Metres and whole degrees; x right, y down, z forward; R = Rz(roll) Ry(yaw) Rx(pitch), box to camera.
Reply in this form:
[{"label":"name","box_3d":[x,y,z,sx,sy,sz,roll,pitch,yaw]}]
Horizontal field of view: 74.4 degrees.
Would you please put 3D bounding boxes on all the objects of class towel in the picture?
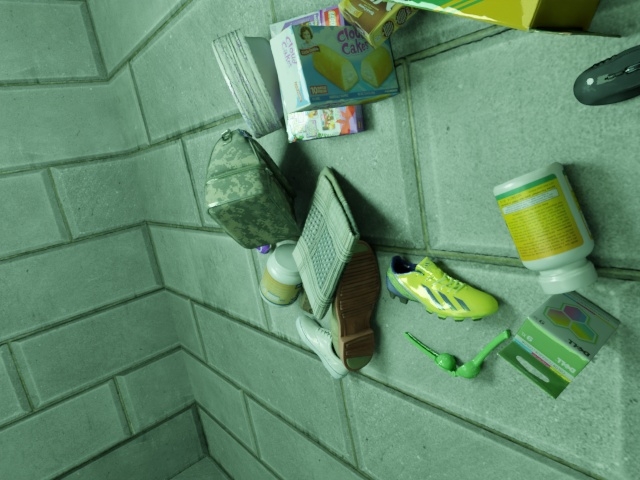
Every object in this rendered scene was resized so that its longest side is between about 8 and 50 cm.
[{"label":"towel","box_3d":[0.000,0.000,1.183,0.324,0.056,0.313,-108,30,-47]}]

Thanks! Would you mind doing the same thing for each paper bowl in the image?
[{"label":"paper bowl","box_3d":[-0.177,-0.446,1.186,0.284,0.147,0.285,-25,-90,-89]}]

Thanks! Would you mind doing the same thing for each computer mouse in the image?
[{"label":"computer mouse","box_3d":[0.479,-0.255,0.585,0.242,0.041,0.071,-18,91,53]}]

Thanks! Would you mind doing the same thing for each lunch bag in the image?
[{"label":"lunch bag","box_3d":[-0.205,-0.156,1.274,0.305,0.212,0.256,52,-156,-58]}]

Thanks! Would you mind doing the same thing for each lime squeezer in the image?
[{"label":"lime squeezer","box_3d":[0.319,0.278,1.023,0.310,0.058,0.110,-18,92,54]}]

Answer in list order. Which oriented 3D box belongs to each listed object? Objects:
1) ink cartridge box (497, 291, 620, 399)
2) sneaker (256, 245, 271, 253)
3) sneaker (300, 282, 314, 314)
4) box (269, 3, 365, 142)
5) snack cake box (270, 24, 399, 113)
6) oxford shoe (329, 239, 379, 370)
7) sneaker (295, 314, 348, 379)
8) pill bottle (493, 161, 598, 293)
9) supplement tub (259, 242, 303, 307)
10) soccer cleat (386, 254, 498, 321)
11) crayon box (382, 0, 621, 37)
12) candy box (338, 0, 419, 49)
[{"label":"ink cartridge box","box_3d":[0.411,0.166,0.723,0.109,0.209,0.062,41,135,33]},{"label":"sneaker","box_3d":[-0.301,-0.058,1.585,0.294,0.146,0.102,56,142,19]},{"label":"sneaker","box_3d":[-0.019,0.174,1.417,0.071,0.066,0.189,29,135,21]},{"label":"box","box_3d":[-0.006,-0.407,1.061,0.200,0.057,0.294,-1,107,27]},{"label":"snack cake box","box_3d":[0.038,-0.370,0.906,0.089,0.264,0.152,1,107,54]},{"label":"oxford shoe","box_3d":[0.075,0.178,1.228,0.146,0.140,0.398,-145,54,-59]},{"label":"sneaker","box_3d":[0.020,0.339,1.424,0.258,0.094,0.091,46,119,22]},{"label":"pill bottle","box_3d":[0.396,-0.019,0.735,0.117,0.117,0.209,-25,86,54]},{"label":"supplement tub","box_3d":[-0.122,0.121,1.440,0.144,0.144,0.200,50,139,25]},{"label":"soccer cleat","box_3d":[0.268,0.103,0.980,0.289,0.093,0.121,13,109,48]},{"label":"crayon box","box_3d":[0.281,-0.381,0.647,0.318,0.202,0.081,37,132,35]},{"label":"candy box","box_3d":[0.140,-0.480,0.819,0.186,0.053,0.109,-41,69,12]}]
